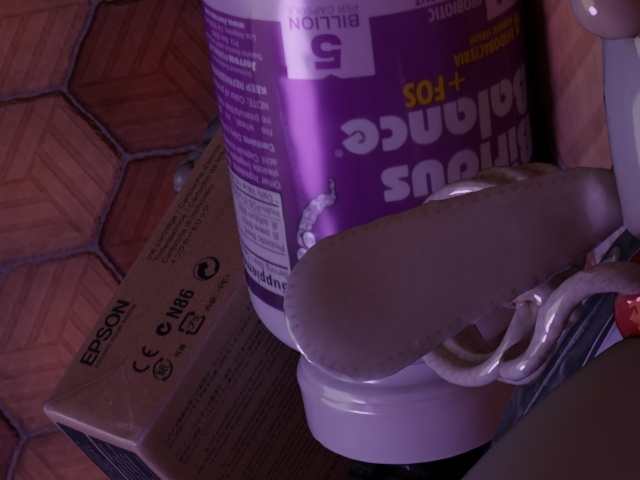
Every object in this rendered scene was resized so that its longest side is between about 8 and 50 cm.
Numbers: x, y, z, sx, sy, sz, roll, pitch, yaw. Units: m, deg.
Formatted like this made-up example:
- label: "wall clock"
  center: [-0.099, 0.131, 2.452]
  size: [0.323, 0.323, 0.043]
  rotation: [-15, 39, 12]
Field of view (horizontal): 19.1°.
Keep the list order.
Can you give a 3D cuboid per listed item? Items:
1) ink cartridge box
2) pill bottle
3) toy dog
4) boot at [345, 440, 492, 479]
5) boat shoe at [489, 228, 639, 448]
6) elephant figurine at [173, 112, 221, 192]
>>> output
- label: "ink cartridge box"
  center: [-0.038, 0.067, 1.179]
  size: [0.235, 0.088, 0.193]
  rotation: [-59, -39, -22]
- label: "pill bottle"
  center: [0.035, -0.038, 1.030]
  size: [0.169, 0.169, 0.301]
  rotation: [-115, 15, -65]
- label: "toy dog"
  center: [0.054, 0.059, 0.555]
  size: [0.220, 0.161, 0.334]
  rotation: [-31, 48, 42]
- label: "boot"
  center: [0.059, 0.147, 1.321]
  size: [0.260, 0.131, 0.348]
  rotation: [89, 164, -69]
- label: "boat shoe"
  center: [0.111, 0.136, 0.771]
  size: [0.119, 0.121, 0.335]
  rotation: [-78, 10, -58]
- label: "elephant figurine"
  center: [0.000, 0.000, 1.558]
  size: [0.239, 0.186, 0.169]
  rotation: [53, -133, -34]
